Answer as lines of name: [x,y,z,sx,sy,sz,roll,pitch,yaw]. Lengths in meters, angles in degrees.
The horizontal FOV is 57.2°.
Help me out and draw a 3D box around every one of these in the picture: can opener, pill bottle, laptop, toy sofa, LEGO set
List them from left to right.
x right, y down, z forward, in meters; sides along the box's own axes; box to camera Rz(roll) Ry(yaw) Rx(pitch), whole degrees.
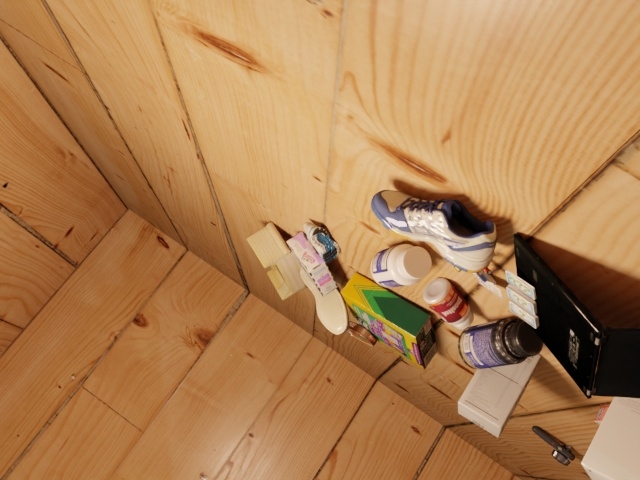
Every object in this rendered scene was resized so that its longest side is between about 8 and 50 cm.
toy sofa: [-0.143,0.075,2.307,0.150,0.177,0.363,55,173,27]
pill bottle: [0.219,0.068,1.587,0.112,0.112,0.186,39,163,-10]
pill bottle: [0.365,0.181,1.652,0.152,0.086,0.086,44,162,-26]
LEGO set: [0.392,0.102,1.370,0.244,0.060,0.182,41,168,39]
pill bottle: [0.483,0.276,1.580,0.122,0.123,0.219,40,150,-11]
can opener: [0.901,0.788,2.277,0.186,0.073,0.059,41,173,14]
laptop: [0.627,0.168,1.223,0.408,0.236,0.382,59,179,37]

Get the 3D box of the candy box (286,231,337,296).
candy box: [-0.028,0.085,2.095,0.165,0.070,0.196,52,174,33]

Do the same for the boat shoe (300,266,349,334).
boat shoe: [0.031,0.214,2.191,0.096,0.116,0.324,31,-157,-53]

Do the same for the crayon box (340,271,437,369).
crayon box: [0.256,0.296,2.129,0.313,0.106,0.363,31,163,27]

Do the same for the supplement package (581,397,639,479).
supplement package: [0.773,0.482,1.351,0.199,0.263,0.198,17,155,48]

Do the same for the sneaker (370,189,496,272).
sneaker: [0.247,-0.055,1.268,0.296,0.112,0.131,28,144,20]

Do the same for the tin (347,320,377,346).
tin: [0.152,0.363,2.299,0.106,0.040,0.189,49,164,-23]

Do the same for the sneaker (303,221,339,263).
sneaker: [0.000,0.000,1.937,0.083,0.071,0.191,39,166,41]

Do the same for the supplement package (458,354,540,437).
supplement package: [0.521,0.423,1.716,0.139,0.244,0.134,29,161,25]

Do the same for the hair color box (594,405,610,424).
hair color box: [0.849,0.504,1.625,0.093,0.053,0.167,33,164,6]
